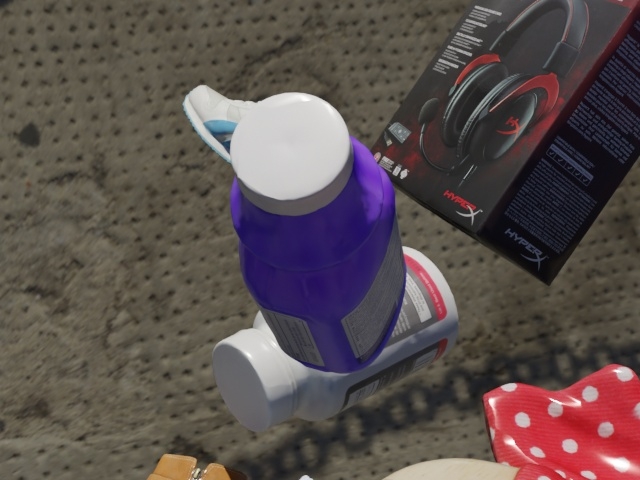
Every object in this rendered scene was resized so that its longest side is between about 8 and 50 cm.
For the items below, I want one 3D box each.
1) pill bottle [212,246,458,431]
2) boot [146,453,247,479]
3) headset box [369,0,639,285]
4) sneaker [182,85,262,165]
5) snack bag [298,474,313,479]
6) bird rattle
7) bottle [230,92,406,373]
[{"bbox_3d":[0.019,0.138,1.571,0.318,0.176,0.176,-23,85,-33],"label":"pill bottle"},{"bbox_3d":[-0.245,0.379,1.534,0.283,0.109,0.220,10,56,9],"label":"boot"},{"bbox_3d":[0.202,-0.137,1.072,0.110,0.218,0.293,32,94,-33],"label":"headset box"},{"bbox_3d":[-0.054,-0.106,1.208,0.228,0.087,0.092,40,96,32],"label":"sneaker"},{"bbox_3d":[-0.134,0.400,1.256,0.037,0.342,0.323,44,62,7],"label":"snack bag"},{"bbox_3d":[0.104,0.150,0.493,0.207,0.143,0.253,10,40,-24],"label":"bird rattle"},{"bbox_3d":[0.000,0.000,0.748,0.092,0.283,0.118,15,72,13],"label":"bottle"}]
